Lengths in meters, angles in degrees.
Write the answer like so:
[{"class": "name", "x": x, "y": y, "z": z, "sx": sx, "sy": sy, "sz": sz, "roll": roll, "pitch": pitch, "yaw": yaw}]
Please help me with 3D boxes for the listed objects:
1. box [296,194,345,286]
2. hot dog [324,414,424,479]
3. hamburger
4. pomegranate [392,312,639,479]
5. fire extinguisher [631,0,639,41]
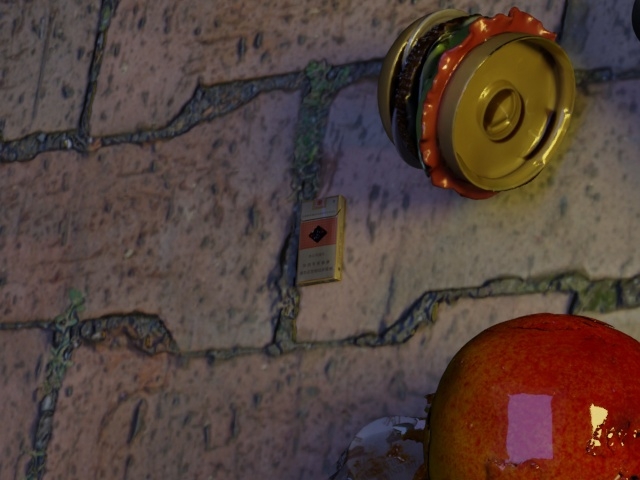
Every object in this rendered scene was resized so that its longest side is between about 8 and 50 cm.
[{"class": "box", "x": 0.000, "y": 0.000, "z": 1.834, "sx": 0.046, "sy": 0.012, "sz": 0.083, "roll": -10, "pitch": 68, "yaw": 34}, {"class": "hot dog", "x": 0.089, "y": 0.257, "z": 1.617, "sx": 0.131, "sy": 0.069, "sz": 0.252, "roll": -21, "pitch": 58, "yaw": -6}, {"class": "hamburger", "x": 0.125, "y": -0.125, "z": 1.702, "sx": 0.137, "sy": 0.175, "sz": 0.175, "roll": 23, "pitch": 86, "yaw": 46}, {"class": "pomegranate", "x": 0.173, "y": 0.161, "z": 1.527, "sx": 0.235, "sy": 0.210, "sz": 0.210, "roll": -12, "pitch": 65, "yaw": 39}, {"class": "fire extinguisher", "x": 0.389, "y": -0.098, "z": 1.503, "sx": 0.376, "sy": 0.113, "sz": 0.200, "roll": 61, "pitch": 149, "yaw": 34}]
